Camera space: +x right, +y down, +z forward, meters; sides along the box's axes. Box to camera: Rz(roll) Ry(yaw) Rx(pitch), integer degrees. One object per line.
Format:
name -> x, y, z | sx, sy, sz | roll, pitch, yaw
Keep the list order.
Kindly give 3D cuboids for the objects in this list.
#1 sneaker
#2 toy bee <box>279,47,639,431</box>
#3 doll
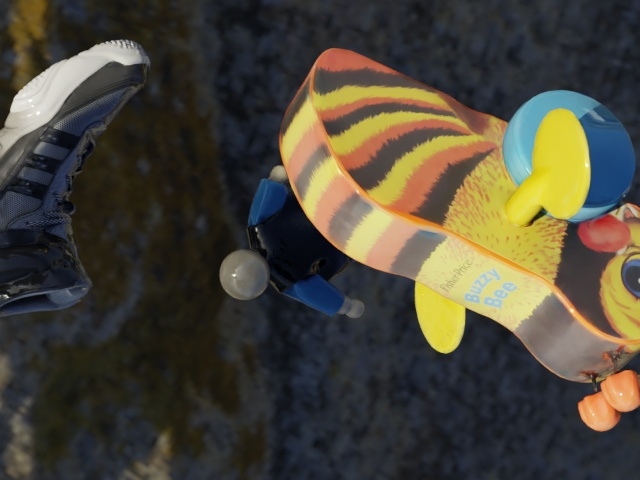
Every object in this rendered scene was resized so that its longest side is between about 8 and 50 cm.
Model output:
sneaker -> -0.215, -0.034, 1.585 | 0.268, 0.153, 0.101 | -40, 172, -10
toy bee -> 0.122, 0.006, 1.004 | 0.195, 0.298, 0.162 | 86, 9, -57
doll -> 0.000, 0.000, 1.475 | 0.189, 0.046, 0.129 | -25, 90, -41
